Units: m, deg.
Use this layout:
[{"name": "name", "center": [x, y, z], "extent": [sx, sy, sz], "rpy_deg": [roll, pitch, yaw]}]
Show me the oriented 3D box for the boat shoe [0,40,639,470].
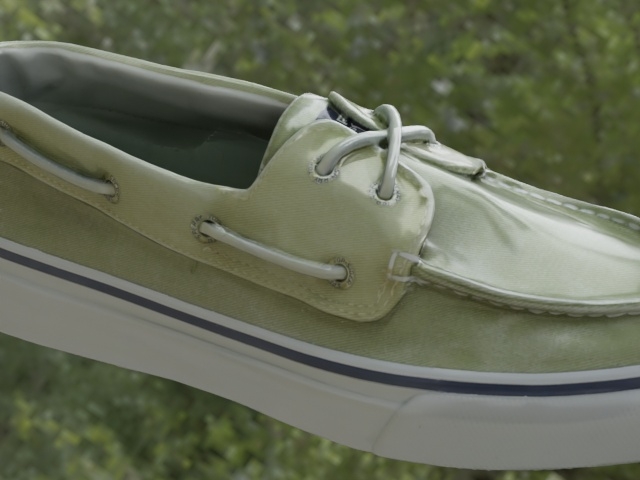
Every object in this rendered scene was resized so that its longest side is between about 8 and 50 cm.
[{"name": "boat shoe", "center": [0.000, 0.000, 0.659], "extent": [0.302, 0.109, 0.094], "rpy_deg": [9, -57, 20]}]
